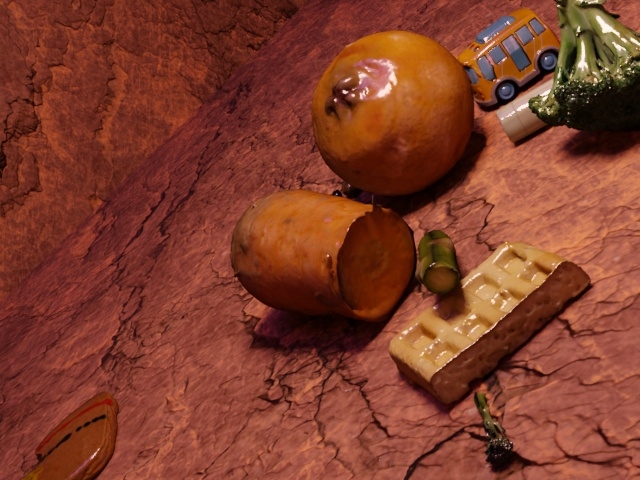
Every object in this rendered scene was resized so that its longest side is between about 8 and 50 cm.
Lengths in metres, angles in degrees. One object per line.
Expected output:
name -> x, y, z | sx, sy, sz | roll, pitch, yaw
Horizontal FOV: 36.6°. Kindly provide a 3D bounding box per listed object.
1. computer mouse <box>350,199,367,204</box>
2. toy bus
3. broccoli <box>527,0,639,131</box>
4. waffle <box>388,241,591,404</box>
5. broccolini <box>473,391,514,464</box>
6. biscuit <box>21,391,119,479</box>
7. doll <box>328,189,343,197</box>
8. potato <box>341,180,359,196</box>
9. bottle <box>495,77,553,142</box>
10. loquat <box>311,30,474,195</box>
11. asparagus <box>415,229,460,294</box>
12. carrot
computer mouse -> 0.000, 0.000, 1.894 | 0.231, 0.079, 0.128 | -41, 19, -1
toy bus -> 0.385, -0.382, 1.997 | 0.209, 0.136, 0.126 | -36, 21, 5
broccoli -> 0.455, -0.304, 1.553 | 0.254, 0.269, 0.269 | -30, 16, -27
waffle -> 0.225, 0.105, 1.349 | 0.274, 0.057, 0.168 | -39, 21, -6
broccolini -> 0.205, 0.229, 1.182 | 0.140, 0.030, 0.035 | -101, 30, -72
biscuit -> -0.502, 0.414, 1.838 | 0.262, 0.052, 0.277 | -34, 22, 7
doll -> -0.063, -0.028, 2.045 | 0.248, 0.088, 0.127 | -23, 3, 11
potato -> 0.075, -0.131, 2.082 | 0.046, 0.045, 0.092 | 28, 64, 27
bottle -> 0.425, -0.256, 1.766 | 0.201, 0.072, 0.072 | -30, 22, 19
loquat -> 0.136, -0.244, 1.861 | 0.328, 0.328, 0.328 | -31, 22, 14
asparagus -> 0.179, 0.035, 1.476 | 0.067, 0.060, 0.278 | -35, 6, 12
carrot -> -0.003, 0.023, 1.656 | 0.340, 0.224, 0.224 | 7, 47, 50
